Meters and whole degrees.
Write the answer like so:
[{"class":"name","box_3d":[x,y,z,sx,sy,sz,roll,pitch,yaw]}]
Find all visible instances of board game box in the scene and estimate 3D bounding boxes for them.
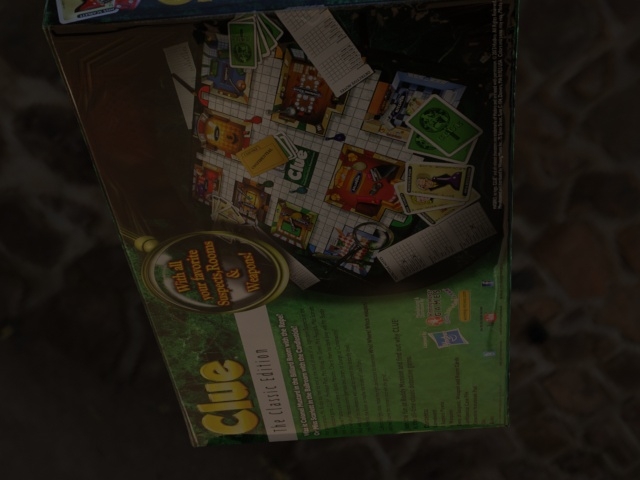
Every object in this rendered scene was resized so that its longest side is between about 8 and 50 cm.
[{"class":"board game box","box_3d":[0.000,0.000,0.522,0.259,0.136,0.030,82,4,-55]}]
